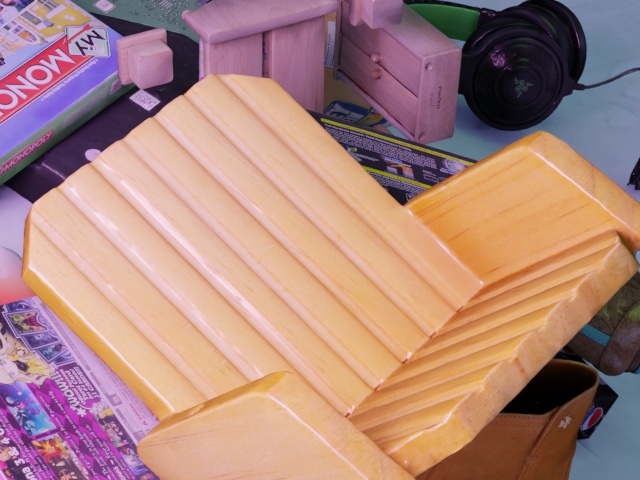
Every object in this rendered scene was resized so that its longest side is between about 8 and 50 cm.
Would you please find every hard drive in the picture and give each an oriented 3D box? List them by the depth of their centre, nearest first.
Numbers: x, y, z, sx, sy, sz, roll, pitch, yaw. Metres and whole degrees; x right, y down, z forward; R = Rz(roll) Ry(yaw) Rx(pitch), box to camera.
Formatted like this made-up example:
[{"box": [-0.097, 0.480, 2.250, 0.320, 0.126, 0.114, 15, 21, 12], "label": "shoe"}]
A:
[{"box": [-0.226, -0.165, 1.912, 0.237, 0.064, 0.339, 33, 44, 13], "label": "hard drive"}]

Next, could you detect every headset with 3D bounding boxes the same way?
[{"box": [0.247, -0.193, 2.403, 0.394, 0.185, 0.243, 16, 22, 13], "label": "headset"}]

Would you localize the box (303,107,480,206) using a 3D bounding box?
[{"box": [0.035, -0.024, 1.736, 0.270, 0.060, 0.216, 16, 33, -17], "label": "box"}]

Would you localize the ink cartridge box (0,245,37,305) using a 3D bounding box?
[{"box": [-0.224, 0.059, 1.641, 0.179, 0.045, 0.145, -9, 45, -44], "label": "ink cartridge box"}]

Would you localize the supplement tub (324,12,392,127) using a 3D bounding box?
[{"box": [0.003, -0.208, 2.167, 0.199, 0.144, 0.144, 8, 34, -31], "label": "supplement tub"}]

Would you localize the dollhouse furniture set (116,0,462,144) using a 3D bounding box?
[{"box": [-0.059, -0.131, 1.932, 0.355, 0.303, 0.174, -16, 38, -25], "label": "dollhouse furniture set"}]

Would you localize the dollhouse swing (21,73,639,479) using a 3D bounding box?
[{"box": [0.000, 0.000, 1.463, 0.347, 0.315, 0.305, -40, 96, -34], "label": "dollhouse swing"}]

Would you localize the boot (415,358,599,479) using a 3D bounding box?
[{"box": [0.183, 0.187, 1.591, 0.295, 0.211, 0.104, -3, 41, -43], "label": "boot"}]

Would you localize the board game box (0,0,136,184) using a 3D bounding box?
[{"box": [-0.341, -0.139, 1.762, 0.213, 0.046, 0.317, 34, 49, 16], "label": "board game box"}]

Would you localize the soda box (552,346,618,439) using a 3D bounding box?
[{"box": [0.208, 0.118, 1.884, 0.053, 0.060, 0.169, 2, 37, -46], "label": "soda box"}]

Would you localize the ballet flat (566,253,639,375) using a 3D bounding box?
[{"box": [0.256, 0.045, 1.939, 0.124, 0.116, 0.342, 23, 15, -3], "label": "ballet flat"}]

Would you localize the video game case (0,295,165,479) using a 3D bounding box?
[{"box": [-0.187, 0.145, 1.485, 0.210, 0.042, 0.232, -15, 61, -51], "label": "video game case"}]
